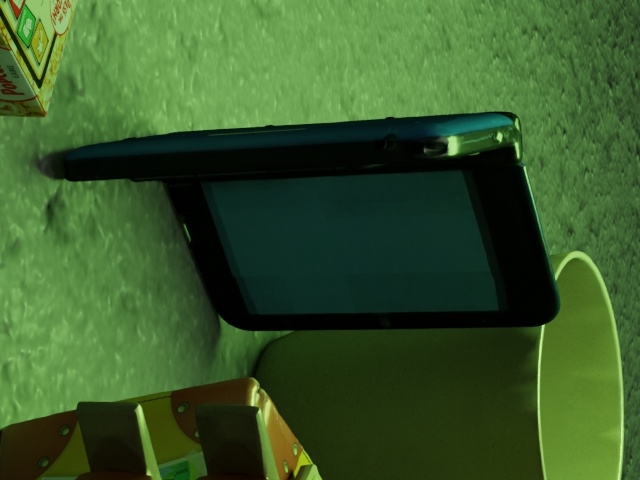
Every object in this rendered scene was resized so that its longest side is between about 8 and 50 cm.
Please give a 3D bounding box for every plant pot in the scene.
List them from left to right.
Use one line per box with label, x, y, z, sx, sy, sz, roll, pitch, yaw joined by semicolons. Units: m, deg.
plant pot;0.091;0.140;1.597;0.256;0.274;0.256;-2;90;-67

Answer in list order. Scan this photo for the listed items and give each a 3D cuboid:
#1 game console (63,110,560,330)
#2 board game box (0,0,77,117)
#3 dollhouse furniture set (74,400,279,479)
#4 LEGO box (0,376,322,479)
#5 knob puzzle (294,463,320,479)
game console;0.000;0.000;1.377;0.250;0.293;0.173;-17;103;-66
board game box;-0.204;-0.191;1.194;0.193;0.045;0.146;70;26;-57
dollhouse furniture set;-0.169;0.174;1.004;0.262;0.259;0.135;-57;141;-55
LEGO box;-0.068;0.403;1.178;0.372;0.193;0.500;61;22;-43
knob puzzle;0.012;0.258;1.155;0.213;0.030;0.213;-12;90;-75
